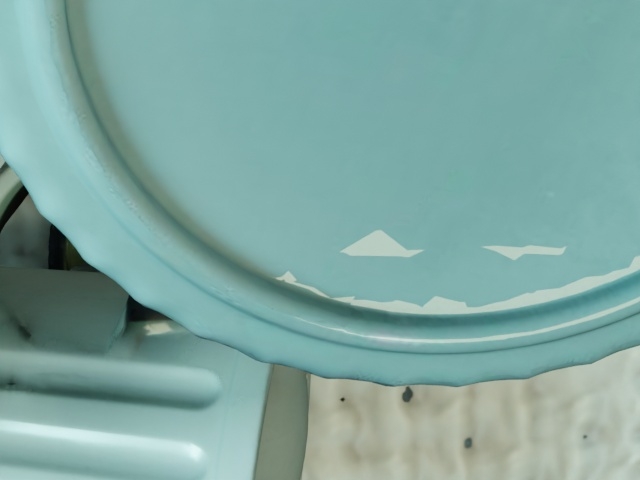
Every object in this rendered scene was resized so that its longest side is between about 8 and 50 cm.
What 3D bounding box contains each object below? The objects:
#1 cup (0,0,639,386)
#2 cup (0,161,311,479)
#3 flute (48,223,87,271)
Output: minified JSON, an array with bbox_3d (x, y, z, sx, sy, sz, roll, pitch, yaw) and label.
[{"bbox_3d":[0.029,-0.114,0.542,0.256,0.311,0.331,-14,124,3],"label":"cup"},{"bbox_3d":[-0.108,0.063,0.735,0.202,0.167,0.221,7,89,6],"label":"cup"},{"bbox_3d":[0.000,0.000,0.788,0.233,0.027,0.027,-2,124,-7],"label":"flute"}]
